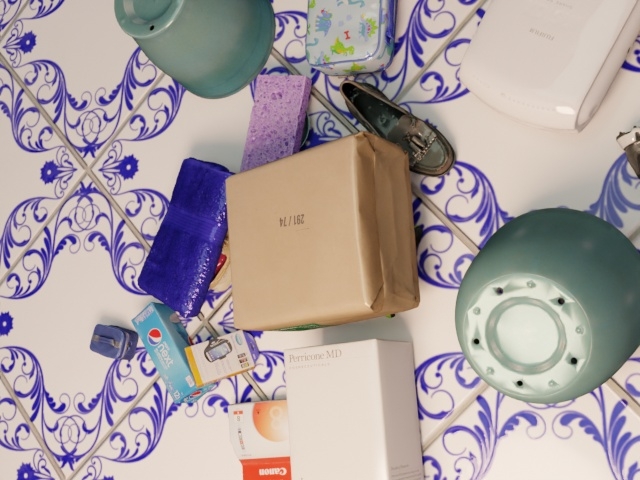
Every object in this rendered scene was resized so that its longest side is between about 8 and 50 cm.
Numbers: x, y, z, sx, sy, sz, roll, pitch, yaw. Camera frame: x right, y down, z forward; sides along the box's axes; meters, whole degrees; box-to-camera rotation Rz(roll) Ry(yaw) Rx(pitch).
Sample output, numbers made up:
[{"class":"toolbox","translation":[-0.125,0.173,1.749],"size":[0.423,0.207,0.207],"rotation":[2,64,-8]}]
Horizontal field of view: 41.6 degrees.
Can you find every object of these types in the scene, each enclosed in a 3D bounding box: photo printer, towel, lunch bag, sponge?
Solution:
[{"class":"photo printer","translation":[0.396,-0.347,1.432],"size":[0.256,0.107,0.308],"rotation":[32,99,30]},{"class":"towel","translation":[-0.268,-0.013,1.708],"size":[0.227,0.076,0.308],"rotation":[18,90,56]},{"class":"lunch bag","translation":[-0.444,0.220,1.813],"size":[0.098,0.065,0.067],"rotation":[10,87,29]},{"class":"sponge","translation":[-0.090,-0.227,1.692],"size":[0.117,0.031,0.210],"rotation":[8,85,29]},{"class":"lunch bag","translation":[0.064,-0.430,1.637],"size":[0.176,0.090,0.219],"rotation":[-2,81,29]}]

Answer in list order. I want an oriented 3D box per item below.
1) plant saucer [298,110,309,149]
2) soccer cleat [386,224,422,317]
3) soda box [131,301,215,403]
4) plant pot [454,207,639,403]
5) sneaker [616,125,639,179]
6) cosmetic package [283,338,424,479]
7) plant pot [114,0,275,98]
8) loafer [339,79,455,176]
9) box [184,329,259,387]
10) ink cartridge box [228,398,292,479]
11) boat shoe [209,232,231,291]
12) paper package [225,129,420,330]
[{"class":"plant saucer","translation":[-0.070,-0.225,1.713],"size":[0.119,0.021,0.119],"rotation":[-4,80,27]},{"class":"soccer cleat","translation":[0.149,0.058,1.534],"size":[0.072,0.060,0.179],"rotation":[33,104,18]},{"class":"soda box","translation":[-0.303,0.229,1.733],"size":[0.067,0.071,0.210],"rotation":[-40,66,16]},{"class":"plant pot","translation":[0.336,0.114,1.274],"size":[0.293,0.235,0.293],"rotation":[6,104,26]},{"class":"sneaker","translation":[0.594,-0.155,1.321],"size":[0.234,0.078,0.106],"rotation":[-19,76,28]},{"class":"cosmetic package","translation":[0.062,0.362,1.471],"size":[0.197,0.155,0.366],"rotation":[-12,77,28]},{"class":"plant pot","translation":[-0.271,-0.456,1.725],"size":[0.271,0.255,0.272],"rotation":[-5,80,27]},{"class":"loafer","translation":[0.132,-0.210,1.567],"size":[0.267,0.084,0.096],"rotation":[42,102,27]},{"class":"box","translation":[-0.192,0.231,1.668],"size":[0.136,0.028,0.081],"rotation":[-16,70,-17]},{"class":"ink cartridge box","translation":[-0.106,0.398,1.617],"size":[0.145,0.045,0.179],"rotation":[-11,74,27]},{"class":"boat shoe","translation":[-0.198,0.020,1.719],"size":[0.063,0.059,0.170],"rotation":[11,87,29]},{"class":"paper package","translation":[0.000,0.000,1.518],"size":[0.324,0.168,0.310],"rotation":[-13,75,39]}]
